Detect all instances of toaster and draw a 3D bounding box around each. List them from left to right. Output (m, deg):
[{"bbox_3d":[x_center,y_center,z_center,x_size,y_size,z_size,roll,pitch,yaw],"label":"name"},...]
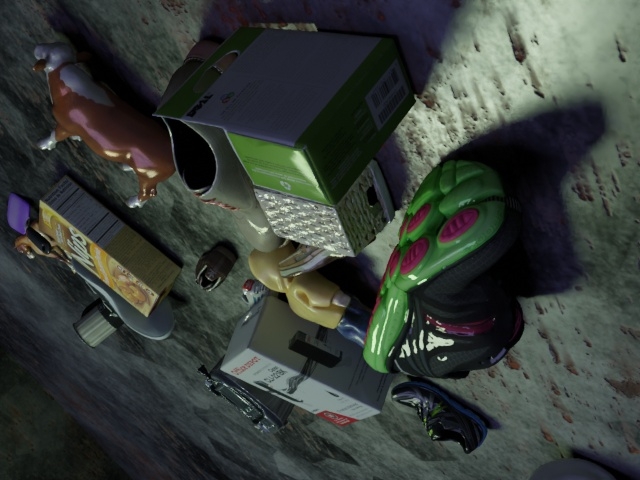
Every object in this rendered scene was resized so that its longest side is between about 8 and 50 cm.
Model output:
[{"bbox_3d":[-0.139,0.292,1.966,0.227,0.146,0.129,38,152,-2],"label":"toaster"}]

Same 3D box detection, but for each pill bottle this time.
[{"bbox_3d":[0.445,0.527,1.596,0.176,0.176,0.319,19,147,33],"label":"pill bottle"}]

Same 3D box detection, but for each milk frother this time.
[{"bbox_3d":[-0.521,0.211,2.313,0.143,0.134,0.129,51,-179,-19],"label":"milk frother"}]

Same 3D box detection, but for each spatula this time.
[{"bbox_3d":[-0.673,-0.028,2.131,0.296,0.030,0.084,35,116,52],"label":"spatula"}]

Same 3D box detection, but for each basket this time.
[{"bbox_3d":[0.003,-0.057,1.308,0.167,0.103,0.113,16,145,38],"label":"basket"}]

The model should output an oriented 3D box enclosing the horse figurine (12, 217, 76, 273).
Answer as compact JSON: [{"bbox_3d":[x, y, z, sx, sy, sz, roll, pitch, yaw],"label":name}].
[{"bbox_3d":[-0.655,0.005,2.237,0.174,0.066,0.263,35,155,-5],"label":"horse figurine"}]

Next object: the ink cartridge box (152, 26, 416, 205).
[{"bbox_3d":[-0.045,-0.162,1.114,0.255,0.189,0.097,16,147,39],"label":"ink cartridge box"}]

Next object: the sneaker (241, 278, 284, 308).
[{"bbox_3d":[-0.111,0.099,1.733,0.075,0.057,0.161,32,156,-1],"label":"sneaker"}]

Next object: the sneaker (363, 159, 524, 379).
[{"bbox_3d":[0.189,0.055,1.227,0.202,0.185,0.483,17,154,2],"label":"sneaker"}]

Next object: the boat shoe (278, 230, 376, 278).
[{"bbox_3d":[0.000,0.000,1.428,0.190,0.068,0.072,-25,96,36],"label":"boat shoe"}]

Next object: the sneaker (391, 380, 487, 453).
[{"bbox_3d":[0.208,0.318,1.664,0.188,0.078,0.067,30,152,17],"label":"sneaker"}]

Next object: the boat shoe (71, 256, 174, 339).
[{"bbox_3d":[-0.453,0.131,2.138,0.306,0.113,0.105,33,159,16],"label":"boat shoe"}]

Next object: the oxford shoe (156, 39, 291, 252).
[{"bbox_3d":[-0.146,-0.101,1.370,0.140,0.146,0.397,18,147,32],"label":"oxford shoe"}]

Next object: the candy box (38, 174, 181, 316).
[{"bbox_3d":[-0.458,0.017,1.990,0.316,0.087,0.183,39,154,-1],"label":"candy box"}]

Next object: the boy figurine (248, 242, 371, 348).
[{"bbox_3d":[0.006,0.097,1.554,0.285,0.092,0.177,37,166,7],"label":"boy figurine"}]

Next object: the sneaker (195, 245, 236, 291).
[{"bbox_3d":[-0.222,0.067,1.803,0.066,0.071,0.188,39,152,-1],"label":"sneaker"}]

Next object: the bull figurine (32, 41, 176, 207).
[{"bbox_3d":[-0.365,-0.190,1.526,0.310,0.101,0.188,38,141,-6],"label":"bull figurine"}]

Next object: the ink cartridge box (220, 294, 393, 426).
[{"bbox_3d":[-0.025,0.226,1.701,0.272,0.114,0.197,28,154,-10],"label":"ink cartridge box"}]
